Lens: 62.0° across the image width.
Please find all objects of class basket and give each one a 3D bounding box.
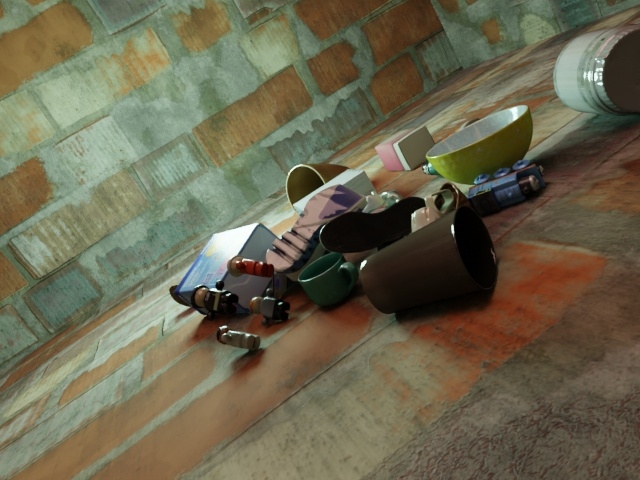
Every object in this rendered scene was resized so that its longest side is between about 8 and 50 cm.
[{"bbox_3d":[0.206,0.050,1.047,0.227,0.154,0.204,-26,14,34],"label":"basket"}]

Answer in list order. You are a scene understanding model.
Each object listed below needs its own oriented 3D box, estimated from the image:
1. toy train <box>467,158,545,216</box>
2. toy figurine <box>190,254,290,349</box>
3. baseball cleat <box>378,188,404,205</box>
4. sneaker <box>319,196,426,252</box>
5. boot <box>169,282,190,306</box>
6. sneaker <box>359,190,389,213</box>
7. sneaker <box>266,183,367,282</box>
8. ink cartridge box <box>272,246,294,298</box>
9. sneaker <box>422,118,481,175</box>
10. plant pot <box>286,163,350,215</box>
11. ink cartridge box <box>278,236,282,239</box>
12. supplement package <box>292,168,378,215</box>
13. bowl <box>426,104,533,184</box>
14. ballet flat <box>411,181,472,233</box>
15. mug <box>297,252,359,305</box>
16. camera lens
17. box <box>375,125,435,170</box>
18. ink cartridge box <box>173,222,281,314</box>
[{"bbox_3d":[0.446,-0.126,1.286,0.184,0.080,0.105,-19,28,33],"label":"toy train"},{"bbox_3d":[-0.205,0.162,1.374,0.148,0.209,0.213,5,39,40],"label":"toy figurine"},{"bbox_3d":[0.236,-0.144,1.778,0.109,0.072,0.206,-30,17,-23],"label":"baseball cleat"},{"bbox_3d":[0.124,-0.026,1.391,0.295,0.124,0.178,-16,-11,-15],"label":"sneaker"},{"bbox_3d":[-0.444,0.149,2.107,0.283,0.109,0.220,-20,19,31],"label":"boot"},{"bbox_3d":[0.119,-0.087,1.709,0.297,0.129,0.111,-16,23,51],"label":"sneaker"},{"bbox_3d":[-0.001,0.001,1.487,0.315,0.182,0.127,-45,55,-10],"label":"sneaker"},{"bbox_3d":[-0.060,0.034,1.620,0.065,0.165,0.332,31,50,21],"label":"ink cartridge box"},{"bbox_3d":[0.460,-0.327,1.849,0.302,0.108,0.121,-42,22,-30],"label":"sneaker"},{"bbox_3d":[0.028,-0.226,2.241,0.254,0.237,0.237,-24,6,-43],"label":"plant pot"},{"bbox_3d":[-0.176,0.062,1.952,0.186,0.065,0.311,-37,13,-18],"label":"ink cartridge box"},{"bbox_3d":[0.058,-0.133,1.953,0.262,0.145,0.204,-33,15,-7],"label":"supplement package"},{"bbox_3d":[0.448,-0.227,1.434,0.289,0.156,0.289,-28,13,7],"label":"bowl"},{"bbox_3d":[0.277,-0.044,1.251,0.116,0.124,0.342,-20,18,38],"label":"ballet flat"},{"bbox_3d":[0.025,0.106,1.321,0.129,0.097,0.158,-33,15,-7],"label":"mug"},{"bbox_3d":[0.761,-0.440,1.388,0.219,0.219,0.274,-30,15,7],"label":"camera lens"},{"bbox_3d":[0.352,-0.375,2.195,0.148,0.127,0.232,-34,14,-11],"label":"box"},{"bbox_3d":[-0.320,0.106,1.792,0.395,0.151,0.270,-13,41,53],"label":"ink cartridge box"}]
